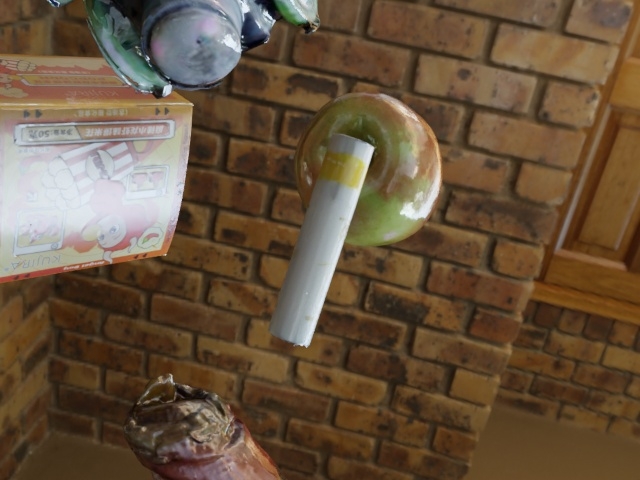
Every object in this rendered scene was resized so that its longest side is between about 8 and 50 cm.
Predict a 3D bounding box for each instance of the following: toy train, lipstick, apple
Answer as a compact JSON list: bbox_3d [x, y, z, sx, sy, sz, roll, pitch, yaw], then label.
[{"bbox_3d":[-0.113,-0.265,0.498,0.174,0.249,0.307,-17,-131,17],"label":"toy train"},{"bbox_3d":[0.000,0.000,0.890,0.059,0.263,0.059,19,-179,0],"label":"lipstick"},{"bbox_3d":[0.108,-0.144,1.508,0.319,0.319,0.277,21,-178,19],"label":"apple"}]

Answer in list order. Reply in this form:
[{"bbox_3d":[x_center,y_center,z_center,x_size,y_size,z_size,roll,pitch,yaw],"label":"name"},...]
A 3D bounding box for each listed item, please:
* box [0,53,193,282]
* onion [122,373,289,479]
[{"bbox_3d":[-0.365,-0.108,1.008,0.284,0.259,0.214,-12,-141,-43],"label":"box"},{"bbox_3d":[-0.046,0.301,0.585,0.399,0.419,0.398,-16,178,-1],"label":"onion"}]
